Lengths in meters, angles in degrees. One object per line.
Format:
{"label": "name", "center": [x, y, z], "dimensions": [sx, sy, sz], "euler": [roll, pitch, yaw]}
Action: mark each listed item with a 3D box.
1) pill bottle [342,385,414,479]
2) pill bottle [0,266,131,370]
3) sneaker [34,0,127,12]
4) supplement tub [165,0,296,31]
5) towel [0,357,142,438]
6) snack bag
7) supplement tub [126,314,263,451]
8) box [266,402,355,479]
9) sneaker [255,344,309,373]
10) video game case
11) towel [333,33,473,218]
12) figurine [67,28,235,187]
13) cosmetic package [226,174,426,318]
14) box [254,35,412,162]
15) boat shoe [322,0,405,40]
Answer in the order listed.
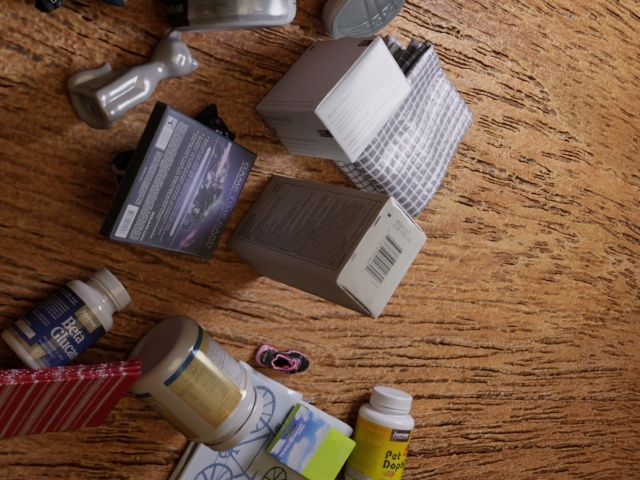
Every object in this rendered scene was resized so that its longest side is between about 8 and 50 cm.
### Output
{"label": "pill bottle", "center": [0.123, 0.414, 1.468], "dimensions": [0.117, 0.117, 0.215], "euler": [12, 92, -39]}
{"label": "pill bottle", "center": [-0.364, 0.117, 1.043], "dimensions": [0.169, 0.094, 0.094], "euler": [-42, 122, -23]}
{"label": "sneaker", "center": [-0.345, -0.339, 0.980], "dimensions": [0.152, 0.058, 0.084], "euler": [24, 79, -34]}
{"label": "supplement tub", "center": [-0.139, -0.466, 1.028], "dimensions": [0.194, 0.194, 0.316], "euler": [-14, 109, -35]}
{"label": "towel", "center": [-0.407, 0.226, 1.004], "dimensions": [0.275, 0.031, 0.199], "euler": [3, 142, -38]}
{"label": "snack bag", "center": [-0.111, 0.428, 1.344], "dimensions": [0.342, 0.037, 0.323], "euler": [36, 78, -36]}
{"label": "supplement tub", "center": [-0.200, 0.232, 1.151], "dimensions": [0.144, 0.144, 0.199], "euler": [-50, 118, -18]}
{"label": "box", "center": [-0.021, 0.386, 1.351], "dimensions": [0.178, 0.042, 0.109], "euler": [44, 73, -35]}
{"label": "sneaker", "center": [-0.061, 0.227, 1.325], "dimensions": [0.119, 0.057, 0.047], "euler": [17, 87, -40]}
{"label": "video game case", "center": [-0.201, -0.076, 1.076], "dimensions": [0.196, 0.026, 0.274], "euler": [-65, 159, 2]}
{"label": "towel", "center": [0.161, -0.213, 1.360], "dimensions": [0.235, 0.121, 0.283], "euler": [41, 74, -37]}
{"label": "figurine", "center": [-0.241, -0.193, 1.086], "dimensions": [0.209, 0.092, 0.214], "euler": [-42, 122, -33]}
{"label": "cosmetic package", "center": [0.000, 0.000, 1.162], "dimensions": [0.113, 0.309, 0.160], "euler": [44, 74, -35]}
{"label": "box", "center": [0.021, -0.239, 1.207], "dimensions": [0.182, 0.181, 0.119], "euler": [-51, 125, -17]}
{"label": "boat shoe", "center": [0.105, -0.484, 1.284], "dimensions": [0.320, 0.103, 0.118], "euler": [-53, 145, -9]}
